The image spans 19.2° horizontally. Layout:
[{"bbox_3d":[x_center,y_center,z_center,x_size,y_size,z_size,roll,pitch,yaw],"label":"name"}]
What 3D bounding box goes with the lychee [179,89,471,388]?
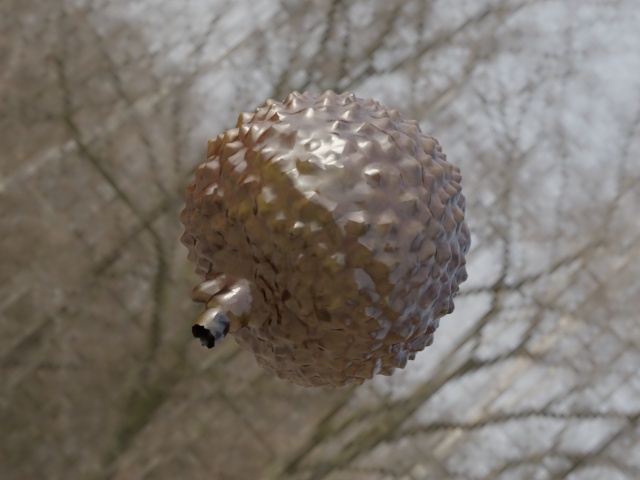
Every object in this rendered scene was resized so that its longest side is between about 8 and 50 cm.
[{"bbox_3d":[0.000,0.000,1.250,0.200,0.238,0.200,24,-50,32],"label":"lychee"}]
